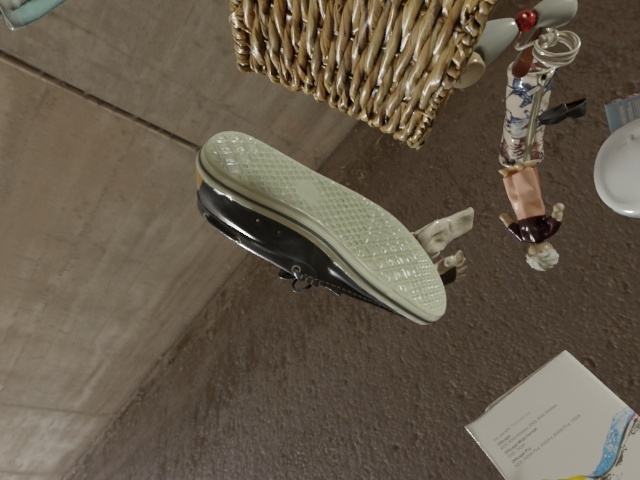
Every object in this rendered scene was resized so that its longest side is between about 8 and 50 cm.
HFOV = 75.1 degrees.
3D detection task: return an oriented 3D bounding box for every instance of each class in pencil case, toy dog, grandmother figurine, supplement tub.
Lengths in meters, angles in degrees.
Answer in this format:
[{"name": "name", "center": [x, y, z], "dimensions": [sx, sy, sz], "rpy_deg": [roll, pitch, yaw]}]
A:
[{"name": "pencil case", "center": [0.763, -0.461, 1.542], "dimensions": [0.160, 0.409, 0.183], "rpy_deg": [0, 40, 16]}, {"name": "toy dog", "center": [0.428, -0.463, 1.015], "dimensions": [0.335, 0.161, 0.219], "rpy_deg": [0, 73, 14]}, {"name": "grandmother figurine", "center": [0.663, -0.072, 1.299], "dimensions": [0.208, 0.104, 0.341], "rpy_deg": [162, 95, -72]}, {"name": "supplement tub", "center": [0.782, -0.144, 0.867], "dimensions": [0.207, 0.339, 0.206], "rpy_deg": [180, 90, -75]}]

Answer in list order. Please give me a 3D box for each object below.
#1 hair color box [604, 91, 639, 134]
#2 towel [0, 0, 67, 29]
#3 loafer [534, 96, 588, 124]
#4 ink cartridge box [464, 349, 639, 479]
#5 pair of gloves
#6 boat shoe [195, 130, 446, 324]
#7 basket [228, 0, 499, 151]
[{"name": "hair color box", "center": [0.982, -0.377, 1.099], "dimensions": [0.375, 0.185, 0.113], "rpy_deg": [-12, 100, 36]}, {"name": "towel", "center": [-0.309, -0.450, 0.426], "dimensions": [0.090, 0.320, 0.374], "rpy_deg": [17, 57, 17]}, {"name": "loafer", "center": [0.812, -0.439, 1.408], "dimensions": [0.170, 0.061, 0.062], "rpy_deg": [-18, 50, 2]}, {"name": "ink cartridge box", "center": [0.334, 0.293, 0.519], "dimensions": [0.168, 0.171, 0.232], "rpy_deg": [-40, 50, 1]}, {"name": "pair of gloves", "center": [0.291, 0.043, 1.034], "dimensions": [0.042, 0.205, 0.239], "rpy_deg": [-129, 26, -46]}, {"name": "boat shoe", "center": [0.000, 0.000, 0.743], "dimensions": [0.156, 0.501, 0.186], "rpy_deg": [-54, 9, 42]}, {"name": "basket", "center": [0.063, -0.271, 0.352], "dimensions": [0.213, 0.223, 0.299], "rpy_deg": [-60, -7, -24]}]
